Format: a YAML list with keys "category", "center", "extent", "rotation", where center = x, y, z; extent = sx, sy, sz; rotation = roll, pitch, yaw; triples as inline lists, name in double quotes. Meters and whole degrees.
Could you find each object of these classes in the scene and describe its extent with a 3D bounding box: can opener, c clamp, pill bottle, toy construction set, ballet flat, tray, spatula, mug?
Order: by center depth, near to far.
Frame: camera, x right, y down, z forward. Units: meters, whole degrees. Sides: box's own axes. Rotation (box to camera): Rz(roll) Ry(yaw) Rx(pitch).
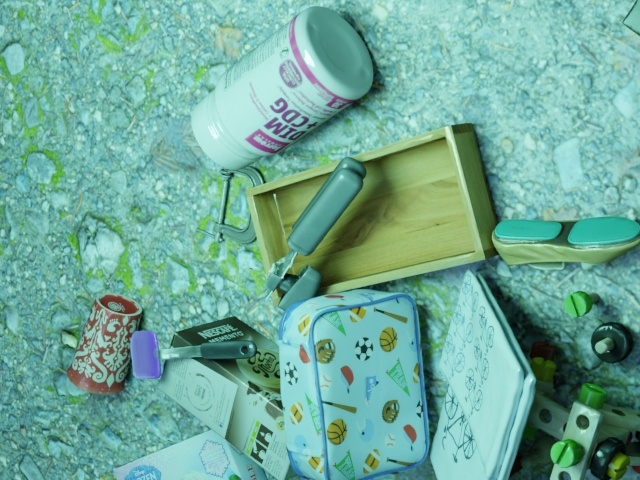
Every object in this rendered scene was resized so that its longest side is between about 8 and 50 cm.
- category: "toy construction set"
  center: [0.320, 0.274, 1.620]
  extent: [0.257, 0.237, 0.309]
  rotation: [49, 123, 19]
- category: "ballet flat"
  center: [0.358, 0.007, 1.660]
  extent: [0.232, 0.080, 0.073]
  rotation: [3, 128, 38]
- category: "can opener"
  center: [0.000, 0.000, 1.832]
  extent: [0.095, 0.076, 0.283]
  rotation: [32, 121, -9]
- category: "tray"
  center: [0.077, -0.034, 1.845]
  extent: [0.411, 0.076, 0.203]
  rotation: [-15, 90, 38]
- category: "pill bottle"
  center: [-0.067, -0.234, 1.858]
  extent: [0.283, 0.160, 0.160]
  rotation: [-31, 80, 36]
- category: "spatula"
  center: [-0.216, 0.184, 1.917]
  extent: [0.296, 0.030, 0.084]
  rotation: [-8, 89, 36]
- category: "c clamp"
  center: [-0.157, -0.063, 2.041]
  extent: [0.137, 0.022, 0.160]
  rotation: [27, 114, 30]
- category: "mug"
  center: [-0.421, 0.186, 2.226]
  extent: [0.150, 0.113, 0.169]
  rotation: [30, 112, 26]

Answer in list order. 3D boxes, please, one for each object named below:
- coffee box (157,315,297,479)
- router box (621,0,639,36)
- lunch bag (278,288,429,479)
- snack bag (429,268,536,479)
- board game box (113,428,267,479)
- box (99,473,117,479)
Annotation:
- category: "coffee box"
  center: [-0.107, 0.260, 1.973]
  extent: [0.297, 0.168, 0.119]
  rotation: [31, 114, 27]
- category: "router box"
  center: [0.561, -0.330, 1.431]
  extent: [0.243, 0.081, 0.309]
  rotation: [43, 120, 23]
- category: "lunch bag"
  center: [0.060, 0.231, 1.809]
  extent: [0.115, 0.243, 0.303]
  rotation: [4, 100, 52]
- category: "snack bag"
  center: [0.217, 0.257, 1.679]
  extent: [0.037, 0.323, 0.342]
  rotation: [7, 114, -10]
- category: "board game box"
  center: [-0.213, 0.524, 2.160]
  extent: [0.319, 0.066, 0.318]
  rotation: [-28, 82, 36]
- category: "box"
  center: [-0.403, 0.528, 2.325]
  extent: [0.136, 0.028, 0.081]
  rotation: [25, 113, 28]
